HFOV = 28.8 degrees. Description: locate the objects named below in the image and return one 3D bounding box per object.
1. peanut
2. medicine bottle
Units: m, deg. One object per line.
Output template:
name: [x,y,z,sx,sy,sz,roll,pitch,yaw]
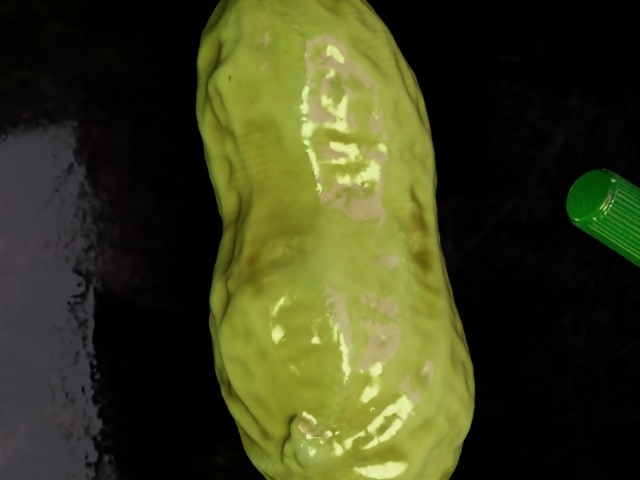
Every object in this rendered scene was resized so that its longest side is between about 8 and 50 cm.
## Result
peanut: [0.000,0.000,0.697,0.153,0.140,0.325,-14,95,-48]
medicine bottle: [0.290,0.018,0.939,0.260,0.064,0.095,27,66,-29]
